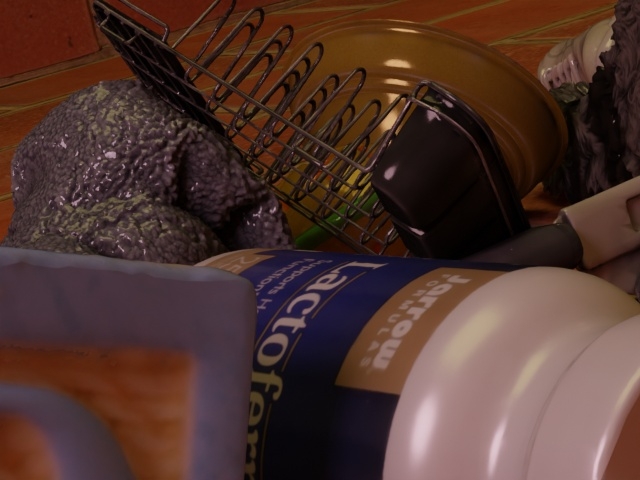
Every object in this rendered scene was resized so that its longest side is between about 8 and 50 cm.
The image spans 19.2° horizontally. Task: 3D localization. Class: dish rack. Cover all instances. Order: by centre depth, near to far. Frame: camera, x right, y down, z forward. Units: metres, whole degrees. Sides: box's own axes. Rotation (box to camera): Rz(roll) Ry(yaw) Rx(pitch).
[{"bbox_3d":[-0.009,-0.063,1.120,0.271,0.208,0.074,33,77,26],"label":"dish rack"}]

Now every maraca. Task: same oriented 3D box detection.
[{"bbox_3d":[0.000,0.000,1.278,0.186,0.099,0.127,-34,-7,21],"label":"maraca"}]

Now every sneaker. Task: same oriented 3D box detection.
[{"bbox_3d":[0.252,-0.146,1.690,0.118,0.110,0.292,-17,3,14],"label":"sneaker"}]

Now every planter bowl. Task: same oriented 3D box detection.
[{"bbox_3d":[0.064,-0.058,1.371,0.217,0.217,0.090,-3,55,34],"label":"planter bowl"}]

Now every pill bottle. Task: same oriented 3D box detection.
[{"bbox_3d":[0.047,0.083,0.717,0.153,0.153,0.265,-22,16,-38],"label":"pill bottle"}]

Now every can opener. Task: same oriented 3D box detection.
[{"bbox_3d":[0.140,0.024,1.051,0.283,0.076,0.095,-22,6,-36],"label":"can opener"}]

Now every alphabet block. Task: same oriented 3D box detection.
[{"bbox_3d":[-0.158,0.096,0.634,0.193,0.192,0.197,9,-6,-38],"label":"alphabet block"}]

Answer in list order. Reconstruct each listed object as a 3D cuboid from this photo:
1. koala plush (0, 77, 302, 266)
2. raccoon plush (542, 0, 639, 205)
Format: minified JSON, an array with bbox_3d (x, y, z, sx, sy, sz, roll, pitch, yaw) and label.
[{"bbox_3d":[-0.136,0.038,1.066,0.196,0.203,0.221,-5,26,32],"label":"koala plush"},{"bbox_3d":[0.349,-0.130,1.312,0.299,0.216,0.446,-7,10,-15],"label":"raccoon plush"}]
